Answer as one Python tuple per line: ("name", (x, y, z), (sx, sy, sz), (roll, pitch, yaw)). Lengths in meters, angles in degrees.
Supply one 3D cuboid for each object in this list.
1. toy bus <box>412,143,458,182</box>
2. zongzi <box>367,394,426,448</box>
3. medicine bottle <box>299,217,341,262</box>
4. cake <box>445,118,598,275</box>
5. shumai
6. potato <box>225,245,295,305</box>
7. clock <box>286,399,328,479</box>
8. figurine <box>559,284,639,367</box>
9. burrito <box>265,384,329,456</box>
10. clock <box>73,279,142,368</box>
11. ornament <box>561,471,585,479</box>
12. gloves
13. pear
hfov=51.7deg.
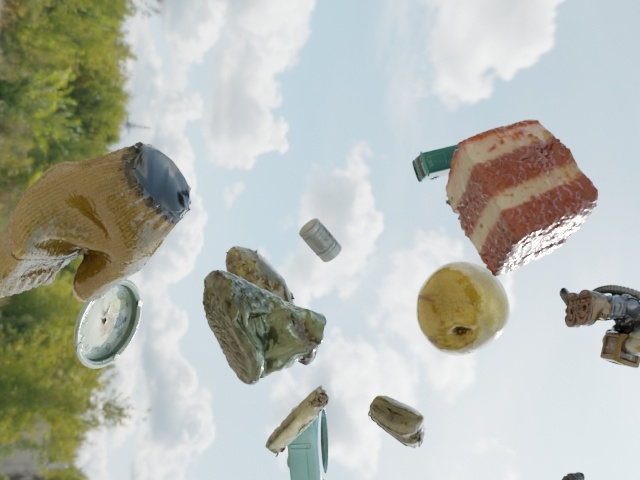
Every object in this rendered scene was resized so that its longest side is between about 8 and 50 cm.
("toy bus", (0.364, -0.234, 1.974), (0.092, 0.160, 0.079), (117, -42, -74))
("zongzi", (0.232, 0.518, 1.974), (0.194, 0.099, 0.197), (30, -28, 24))
("medicine bottle", (0.000, 0.000, 1.507), (0.058, 0.091, 0.058), (-34, -157, 17))
("cake", (0.509, -0.122, 1.724), (0.269, 0.269, 0.320), (91, -26, -65))
("shumai", (-0.124, 0.160, 1.403), (0.272, 0.203, 0.222), (58, -26, 14))
("potato", (-0.177, 0.137, 1.971), (0.141, 0.296, 0.192), (-35, -156, 5))
("clock", (-0.033, 0.553, 1.813), (0.274, 0.094, 0.224), (-62, 148, -81))
("figurine", (0.759, 0.205, 1.503), (0.261, 0.381, 0.186), (-168, -92, -84))
("burrito", (-0.047, 0.355, 1.295), (0.185, 0.045, 0.041), (-48, -157, 24))
("clock", (-0.543, 0.203, 1.661), (0.053, 0.236, 0.237), (15, -78, 23))
("ornament", (0.430, 0.487, 1.082), (0.166, 0.153, 0.196), (-28, -106, 46))
("gloves", (-0.361, -0.018, 1.012), (0.356, 0.203, 0.155), (-32, -137, 13))
("pear", (0.449, 0.217, 2.104), (0.314, 0.314, 0.315), (-175, -90, -66))
